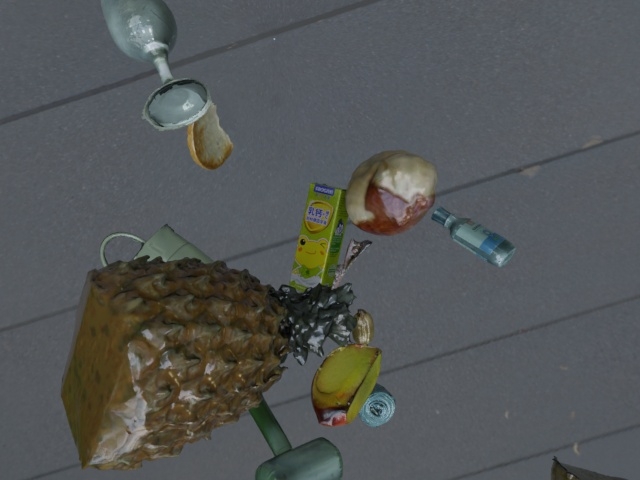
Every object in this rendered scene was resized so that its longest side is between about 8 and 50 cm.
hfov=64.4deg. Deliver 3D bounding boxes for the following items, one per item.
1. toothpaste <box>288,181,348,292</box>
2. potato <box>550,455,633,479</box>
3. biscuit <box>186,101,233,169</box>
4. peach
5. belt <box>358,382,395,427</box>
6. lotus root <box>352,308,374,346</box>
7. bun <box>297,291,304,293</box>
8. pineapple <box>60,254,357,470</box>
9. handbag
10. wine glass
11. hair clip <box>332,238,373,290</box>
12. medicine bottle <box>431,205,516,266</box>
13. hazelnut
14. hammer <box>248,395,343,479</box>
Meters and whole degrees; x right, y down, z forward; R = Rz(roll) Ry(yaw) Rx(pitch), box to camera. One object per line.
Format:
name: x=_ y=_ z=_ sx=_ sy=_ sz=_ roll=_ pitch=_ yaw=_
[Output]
toothpaste: x=0.000 y=0.000 z=1.487 sx=0.110 sy=0.077 sz=0.328 roll=17 pitch=98 yaw=33
potato: x=0.493 y=0.443 z=0.819 sx=0.243 sy=0.138 sz=0.098 roll=16 pitch=91 yaw=-11
biscuit: x=-0.404 y=-0.366 z=1.810 sx=0.040 sy=0.205 sz=0.309 roll=13 pitch=153 yaw=17
peach: x=0.059 y=0.426 z=1.456 sx=0.158 sy=0.267 sz=0.154 roll=14 pitch=139 yaw=28
belt: x=0.187 y=0.577 z=1.802 sx=0.147 sy=0.082 sz=0.163 roll=-21 pitch=119 yaw=-21
lotus root: x=0.135 y=0.283 z=1.618 sx=0.072 sy=0.062 sz=0.151 roll=-5 pitch=113 yaw=-3
bun: x=-0.129 y=0.324 z=2.020 sx=0.348 sy=0.352 sz=0.228 roll=2 pitch=78 yaw=-30
pineapple: x=-0.093 y=0.112 z=0.576 sx=0.361 sy=0.202 sz=0.202 roll=-1 pitch=116 yaw=-41
handbag: x=-0.366 y=0.096 z=1.166 sx=0.315 sy=0.109 sz=0.241 roll=32 pitch=65 yaw=7
wine glass: x=-0.334 y=-0.379 z=1.003 sx=0.143 sy=0.143 sz=0.321 roll=-29 pitch=75 yaw=6
hair clip: x=0.070 y=0.111 z=1.719 sx=0.069 sy=0.173 sz=0.301 roll=33 pitch=103 yaw=4
medicine bottle: x=0.366 y=-0.014 z=1.234 sx=0.208 sy=0.090 sz=0.054 roll=37 pitch=132 yaw=27
hazelnut: x=0.198 y=-0.128 z=1.387 sx=0.261 sy=0.261 sz=0.241 roll=-43 pitch=125 yaw=11
hammer: x=-0.104 y=0.477 z=1.242 sx=0.206 sy=0.335 sz=0.119 roll=-12 pitch=132 yaw=-34
